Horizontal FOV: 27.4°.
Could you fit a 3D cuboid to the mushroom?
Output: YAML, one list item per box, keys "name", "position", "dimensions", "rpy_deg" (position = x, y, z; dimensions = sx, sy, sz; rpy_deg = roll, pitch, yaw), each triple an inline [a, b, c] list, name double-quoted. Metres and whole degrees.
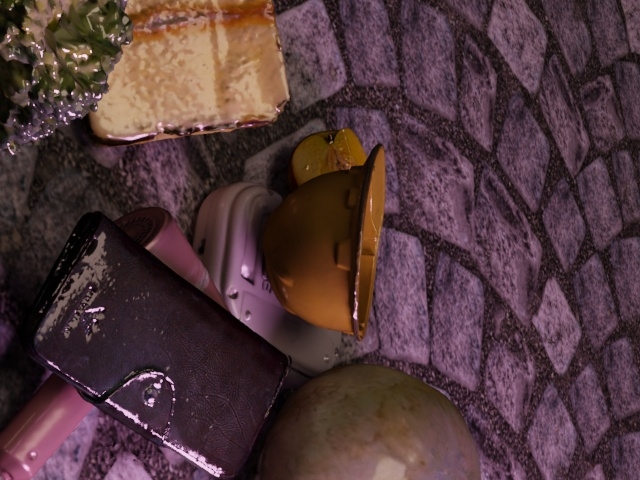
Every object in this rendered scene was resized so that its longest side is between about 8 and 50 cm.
- name: "mushroom"
  position: [0.053, 0.323, 1.647]
  dimensions: [0.352, 0.260, 0.352]
  rpy_deg: [3, 86, -57]

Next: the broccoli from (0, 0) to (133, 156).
- name: "broccoli"
  position: [-0.313, -0.239, 1.249]
  dimensions: [0.317, 0.277, 0.339]
  rpy_deg: [-20, 99, -58]

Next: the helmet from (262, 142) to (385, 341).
- name: "helmet"
  position: [0.000, 0.000, 1.606]
  dimensions: [0.205, 0.140, 0.257]
  rpy_deg: [85, 10, -50]

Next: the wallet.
- name: "wallet"
  position: [-0.167, 0.120, 1.390]
  dimensions: [0.318, 0.045, 0.172]
  rpy_deg: [42, 64, -36]

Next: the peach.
- name: "peach"
  position: [0.017, -0.084, 1.829]
  dimensions: [0.151, 0.118, 0.151]
  rpy_deg: [7, 69, -19]

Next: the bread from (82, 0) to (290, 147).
- name: "bread"
  position: [-0.179, -0.249, 1.537]
  dimensions: [0.236, 0.198, 0.264]
  rpy_deg: [-14, 95, -49]

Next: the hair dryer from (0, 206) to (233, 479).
- name: "hair dryer"
  position: [-0.234, 0.150, 1.428]
  dimensions: [0.352, 0.125, 0.210]
  rpy_deg: [-51, 124, -36]

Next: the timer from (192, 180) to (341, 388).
- name: "timer"
  position: [-0.062, 0.058, 1.700]
  dimensions: [0.262, 0.087, 0.237]
  rpy_deg: [33, 55, -46]
